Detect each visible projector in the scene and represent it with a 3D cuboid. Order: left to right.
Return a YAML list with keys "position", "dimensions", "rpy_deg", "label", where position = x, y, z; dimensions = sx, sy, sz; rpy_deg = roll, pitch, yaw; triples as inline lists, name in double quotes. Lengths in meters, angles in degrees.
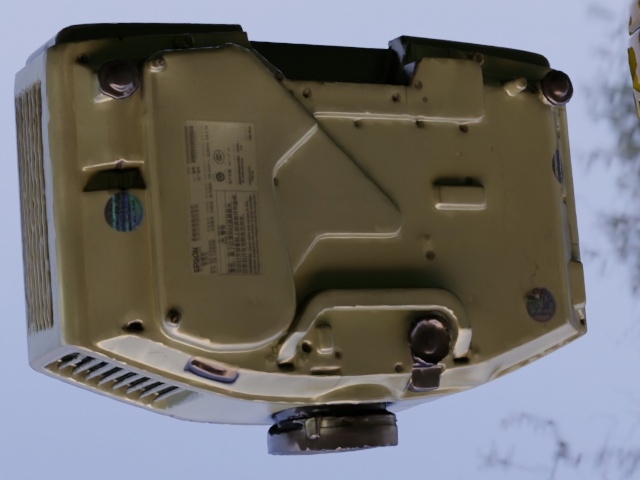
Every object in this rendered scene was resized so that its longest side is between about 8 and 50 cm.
- position: [0.000, 0.000, 0.831]
  dimensions: [0.269, 0.088, 0.194]
  rpy_deg: [0, -99, -28]
  label: "projector"

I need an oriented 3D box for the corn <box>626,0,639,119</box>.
- position: [0.172, 0.032, 0.439]
  dimensions: [0.119, 0.119, 0.322]
  rpy_deg: [-22, -100, -32]
  label: "corn"
